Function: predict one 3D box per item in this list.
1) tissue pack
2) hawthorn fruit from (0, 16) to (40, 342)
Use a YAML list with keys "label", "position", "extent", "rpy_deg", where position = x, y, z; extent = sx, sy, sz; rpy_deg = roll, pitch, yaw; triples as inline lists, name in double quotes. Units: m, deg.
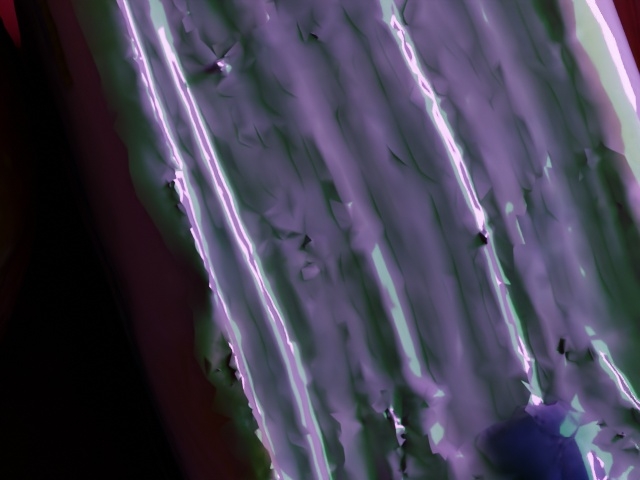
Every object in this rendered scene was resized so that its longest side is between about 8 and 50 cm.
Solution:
- label: "tissue pack"
  position: [0.000, 0.000, 0.672]
  extent: [0.388, 0.162, 0.287]
  rpy_deg: [151, -80, -82]
- label: "hawthorn fruit"
  position: [-0.167, -0.038, 0.546]
  extent: [0.179, 0.179, 0.200]
  rpy_deg: [39, 28, -48]
